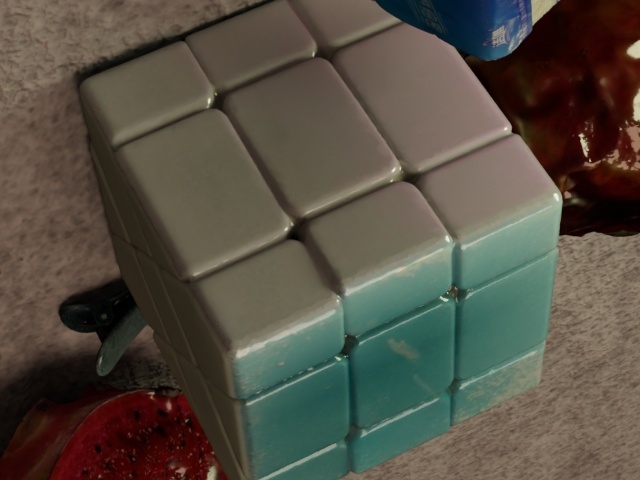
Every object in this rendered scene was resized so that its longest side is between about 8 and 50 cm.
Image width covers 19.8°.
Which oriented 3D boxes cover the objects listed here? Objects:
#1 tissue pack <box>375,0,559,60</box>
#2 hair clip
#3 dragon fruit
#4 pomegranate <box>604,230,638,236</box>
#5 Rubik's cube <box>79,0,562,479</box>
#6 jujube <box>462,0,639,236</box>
[{"bbox_3d":[0.087,-0.271,1.397,0.137,0.209,0.270,-53,164,-18],"label":"tissue pack"},{"bbox_3d":[-0.124,0.036,1.836,0.275,0.083,0.048,-30,144,-16],"label":"hair clip"},{"bbox_3d":[-0.238,0.334,1.927,0.249,0.371,0.386,-9,165,38],"label":"dragon fruit"},{"bbox_3d":[0.303,-0.070,1.965,0.169,0.148,0.148,-17,146,-28],"label":"pomegranate"},{"bbox_3d":[0.000,0.000,1.639,0.316,0.319,0.322,-24,148,-14],"label":"Rubik's cube"},{"bbox_3d":[0.304,-0.132,1.764,0.377,0.276,0.276,-18,146,-30],"label":"jujube"}]
